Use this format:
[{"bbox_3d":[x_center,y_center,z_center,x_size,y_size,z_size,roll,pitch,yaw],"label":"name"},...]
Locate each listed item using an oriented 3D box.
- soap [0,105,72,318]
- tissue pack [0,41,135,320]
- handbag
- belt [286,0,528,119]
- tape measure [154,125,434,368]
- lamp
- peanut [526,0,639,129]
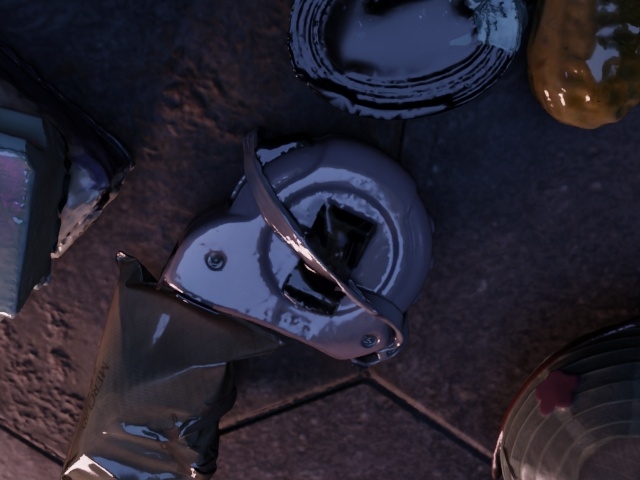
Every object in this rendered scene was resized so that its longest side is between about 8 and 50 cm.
[{"bbox_3d":[-0.335,-0.047,0.612,0.262,0.094,0.150,14,108,-5],"label":"soap"},{"bbox_3d":[-0.369,-0.091,0.713,0.344,0.125,0.242,43,104,-13],"label":"tissue pack"},{"bbox_3d":[-0.151,0.162,0.791,0.183,0.117,0.270,22,106,9],"label":"handbag"},{"bbox_3d":[0.073,-0.181,0.683,0.199,0.078,0.151,-2,104,5],"label":"belt"},{"bbox_3d":[0.000,0.000,0.728,0.236,0.120,0.197,24,101,-11],"label":"tape measure"},{"bbox_3d":[0.289,0.187,0.721,0.233,0.233,0.265,43,110,-11],"label":"lamp"},{"bbox_3d":[0.238,-0.209,0.653,0.120,0.110,0.236,16,103,20],"label":"peanut"}]
